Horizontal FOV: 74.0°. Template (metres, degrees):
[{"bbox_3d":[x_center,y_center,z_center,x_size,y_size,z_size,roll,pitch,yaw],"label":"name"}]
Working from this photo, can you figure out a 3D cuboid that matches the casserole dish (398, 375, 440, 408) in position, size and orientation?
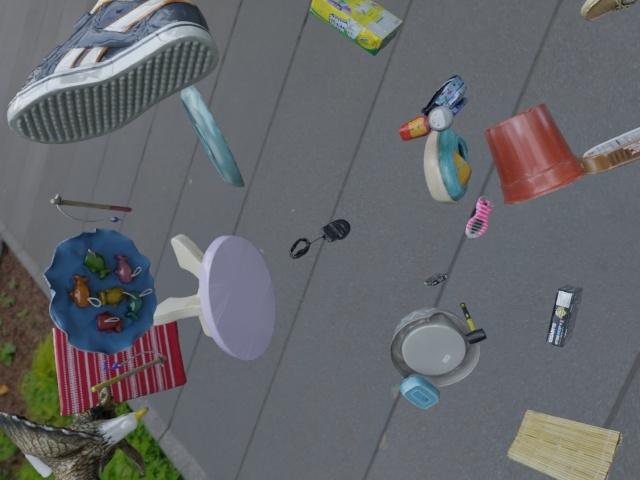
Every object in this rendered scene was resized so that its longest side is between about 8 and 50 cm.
[{"bbox_3d":[0.399,0.614,1.697,0.114,0.188,0.037,-41,24,20],"label":"casserole dish"}]

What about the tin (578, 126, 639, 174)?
[{"bbox_3d":[0.554,-0.171,0.736,0.190,0.106,0.040,-24,93,34],"label":"tin"}]

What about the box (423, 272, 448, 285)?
[{"bbox_3d":[0.436,0.147,1.607,0.067,0.083,0.018,-28,91,-12],"label":"box"}]

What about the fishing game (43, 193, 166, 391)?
[{"bbox_3d":[-0.294,0.066,0.600,0.041,0.189,0.263,-15,83,20],"label":"fishing game"}]

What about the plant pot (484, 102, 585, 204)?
[{"bbox_3d":[0.701,-0.296,1.433,0.272,0.272,0.265,-24,94,34],"label":"plant pot"}]

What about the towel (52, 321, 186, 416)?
[{"bbox_3d":[-0.466,0.277,1.007,0.031,0.275,0.198,-34,67,49],"label":"towel"}]

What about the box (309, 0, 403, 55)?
[{"bbox_3d":[0.061,-0.442,0.827,0.179,0.105,0.043,37,144,1],"label":"box"}]

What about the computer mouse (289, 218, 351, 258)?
[{"bbox_3d":[0.000,0.000,1.343,0.071,0.242,0.041,51,150,23],"label":"computer mouse"}]

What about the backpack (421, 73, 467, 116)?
[{"bbox_3d":[0.496,-0.542,1.629,0.117,0.158,0.173,42,141,4],"label":"backpack"}]

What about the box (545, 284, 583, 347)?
[{"bbox_3d":[0.790,0.238,1.370,0.051,0.220,0.175,14,98,37],"label":"box"}]

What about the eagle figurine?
[{"bbox_3d":[-0.365,0.325,0.637,0.225,0.226,0.298,-62,9,-2],"label":"eagle figurine"}]

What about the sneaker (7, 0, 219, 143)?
[{"bbox_3d":[-0.311,-0.257,0.629,0.321,0.126,0.127,-23,74,4],"label":"sneaker"}]

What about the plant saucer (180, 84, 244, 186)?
[{"bbox_3d":[-0.303,-0.281,1.169,0.044,0.317,0.317,-29,59,-11],"label":"plant saucer"}]

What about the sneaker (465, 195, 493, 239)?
[{"bbox_3d":[0.378,-0.048,1.027,0.047,0.057,0.119,30,69,5],"label":"sneaker"}]

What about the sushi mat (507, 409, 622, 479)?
[{"bbox_3d":[0.608,0.527,1.083,0.019,0.316,0.151,38,73,-3],"label":"sushi mat"}]

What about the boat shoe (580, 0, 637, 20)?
[{"bbox_3d":[0.504,-0.410,0.699,0.135,0.050,0.045,-30,47,46],"label":"boat shoe"}]

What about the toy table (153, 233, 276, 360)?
[{"bbox_3d":[-0.217,0.115,0.898,0.161,0.252,0.274,6,108,34],"label":"toy table"}]

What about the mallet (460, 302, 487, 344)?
[{"bbox_3d":[0.507,0.284,1.464,0.062,0.039,0.189,-30,25,9],"label":"mallet"}]

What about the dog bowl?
[{"bbox_3d":[0.454,0.425,1.720,0.349,0.102,0.348,2,115,5],"label":"dog bowl"}]

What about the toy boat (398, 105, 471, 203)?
[{"bbox_3d":[0.365,-0.258,1.248,0.148,0.318,0.267,-15,53,34],"label":"toy boat"}]
